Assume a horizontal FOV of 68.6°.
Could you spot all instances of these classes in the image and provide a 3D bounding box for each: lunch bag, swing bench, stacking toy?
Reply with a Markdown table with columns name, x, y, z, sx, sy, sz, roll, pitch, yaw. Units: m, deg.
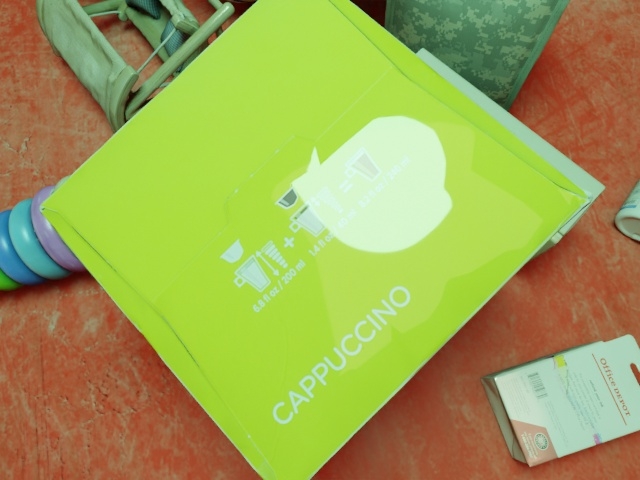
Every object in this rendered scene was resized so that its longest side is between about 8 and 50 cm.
| name | x | y | z | sx | sy | sz | roll | pitch | yaw |
| --- | --- | --- | --- | --- | --- | --- | --- | --- | --- |
| lunch bag | 0.224 | -0.340 | 0.690 | 0.235 | 0.287 | 0.169 | 25 | 75 | 10 |
| swing bench | -0.299 | -0.335 | 0.763 | 0.255 | 0.165 | 0.253 | -38 | 76 | -10 |
| stacking toy | -0.468 | 0.026 | 0.683 | 0.330 | 0.141 | 0.141 | -21 | 73 | 2 |

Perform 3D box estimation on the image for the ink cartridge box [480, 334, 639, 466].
| name | x | y | z | sx | sy | sz | roll | pitch | yaw |
| --- | --- | --- | --- | --- | --- | --- | --- | --- | --- |
| ink cartridge box | 0.337 | 0.209 | 0.629 | 0.198 | 0.067 | 0.115 | -17 | 73 | -2 |

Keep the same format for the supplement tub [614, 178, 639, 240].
| name | x | y | z | sx | sy | sz | roll | pitch | yaw |
| --- | --- | --- | --- | --- | --- | --- | --- | --- | --- |
| supplement tub | 0.504 | -0.056 | 0.707 | 0.071 | 0.071 | 0.107 | 38 | 77 | 12 |

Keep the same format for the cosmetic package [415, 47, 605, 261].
| name | x | y | z | sx | sy | sz | roll | pitch | yaw |
| --- | --- | --- | --- | --- | --- | --- | --- | --- | --- |
| cosmetic package | 0.218 | -0.112 | 0.685 | 0.309 | 0.160 | 0.113 | 42 | 78 | 14 |

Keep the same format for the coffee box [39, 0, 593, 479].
| name | x | y | z | sx | sy | sz | roll | pitch | yaw |
| --- | --- | --- | --- | --- | --- | --- | --- | --- | --- |
| coffee box | 0.000 | 0.000 | 0.538 | 0.337 | 0.334 | 0.338 | -44 | 76 | -2 |

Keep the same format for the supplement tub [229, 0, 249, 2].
| name | x | y | z | sx | sy | sz | roll | pitch | yaw |
| --- | --- | --- | --- | --- | --- | --- | --- | --- | --- |
| supplement tub | -0.041 | -0.508 | 0.717 | 0.331 | 0.241 | 0.241 | 14 | 71 | 33 |
